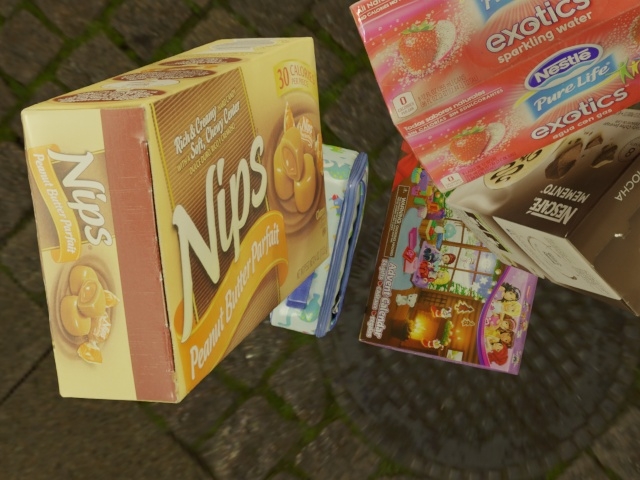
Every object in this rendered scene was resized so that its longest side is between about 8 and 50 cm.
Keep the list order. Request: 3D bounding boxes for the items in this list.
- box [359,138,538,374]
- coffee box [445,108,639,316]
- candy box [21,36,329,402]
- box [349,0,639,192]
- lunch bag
[{"bbox_3d":[0.178,0.006,1.648,0.200,0.057,0.293,10,84,23],"label":"box"},{"bbox_3d":[0.277,-0.045,1.376,0.119,0.297,0.168,44,85,-18],"label":"coffee box"},{"bbox_3d":[-0.082,-0.031,0.906,0.087,0.316,0.183,0,105,19],"label":"candy box"},{"bbox_3d":[0.200,-0.193,1.193,0.299,0.142,0.154,-25,58,12],"label":"box"},{"bbox_3d":[0.000,0.000,1.605,0.090,0.176,0.219,13,106,3],"label":"lunch bag"}]
